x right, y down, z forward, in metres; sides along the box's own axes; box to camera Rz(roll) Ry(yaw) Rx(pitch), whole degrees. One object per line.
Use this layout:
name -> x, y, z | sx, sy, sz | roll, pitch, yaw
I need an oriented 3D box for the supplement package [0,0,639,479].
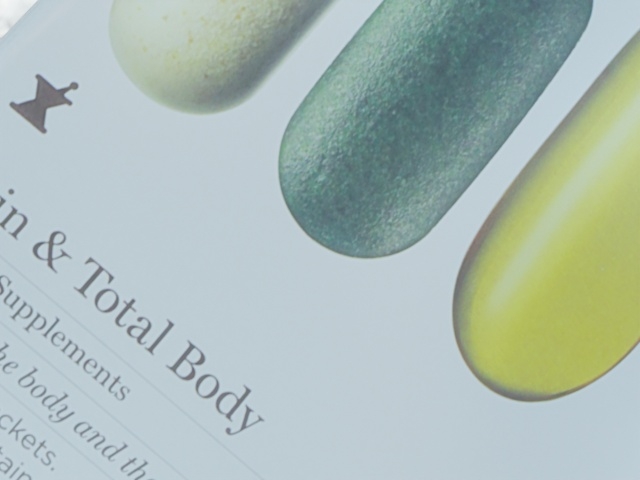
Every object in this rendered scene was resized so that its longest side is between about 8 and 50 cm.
supplement package -> 0.000, 0.000, 0.506 | 0.199, 0.262, 0.198 | 41, -18, -5
